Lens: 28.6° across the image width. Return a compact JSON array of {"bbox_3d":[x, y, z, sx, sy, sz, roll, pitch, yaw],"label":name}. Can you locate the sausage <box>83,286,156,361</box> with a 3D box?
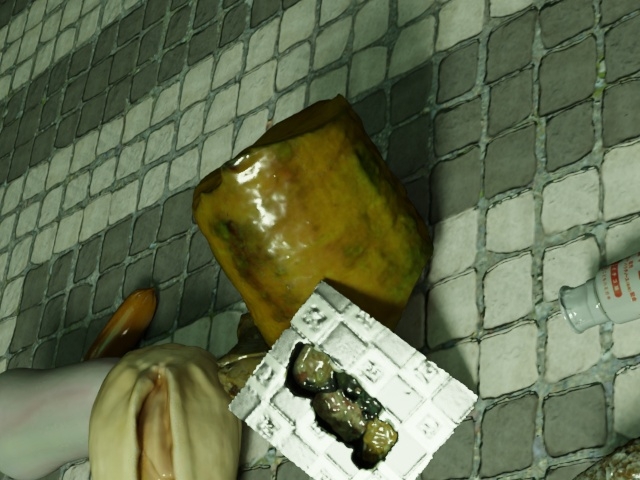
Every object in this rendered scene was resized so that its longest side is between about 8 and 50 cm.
[{"bbox_3d":[-0.307,0.147,1.907,0.062,0.054,0.183,40,100,20],"label":"sausage"}]

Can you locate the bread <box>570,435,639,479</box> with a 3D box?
[{"bbox_3d":[0.313,0.341,0.964,0.165,0.113,0.416,-44,40,27],"label":"bread"}]

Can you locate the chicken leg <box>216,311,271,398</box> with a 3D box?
[{"bbox_3d":[-0.089,0.144,1.601,0.085,0.069,0.198,-31,25,10],"label":"chicken leg"}]

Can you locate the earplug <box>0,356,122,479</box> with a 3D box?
[{"bbox_3d":[-0.333,0.241,1.807,0.301,0.172,0.172,-17,55,36],"label":"earplug"}]

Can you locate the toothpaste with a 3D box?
[{"bbox_3d":[0.340,0.030,1.188,0.234,0.057,0.089,-23,48,31],"label":"toothpaste"}]

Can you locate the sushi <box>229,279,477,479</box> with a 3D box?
[{"bbox_3d":[0.038,0.176,1.400,0.192,0.215,0.050,-54,-7,13],"label":"sushi"}]

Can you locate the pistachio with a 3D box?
[{"bbox_3d":[-0.196,0.274,1.587,0.194,0.214,0.318,-4,63,5],"label":"pistachio"}]

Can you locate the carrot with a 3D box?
[{"bbox_3d":[0.000,0.000,1.484,0.242,0.340,0.241,-26,23,12],"label":"carrot"}]
